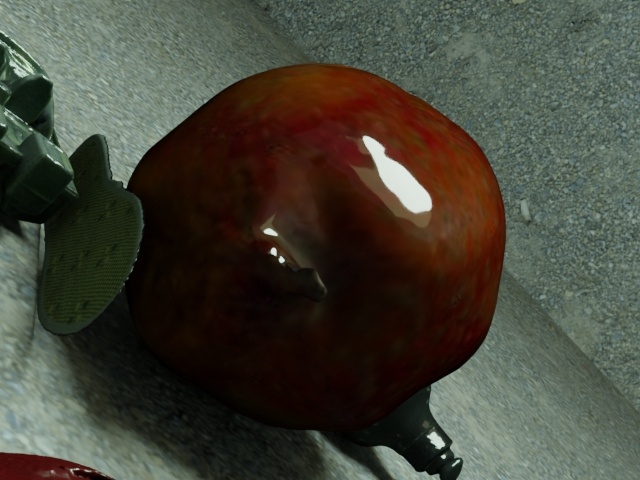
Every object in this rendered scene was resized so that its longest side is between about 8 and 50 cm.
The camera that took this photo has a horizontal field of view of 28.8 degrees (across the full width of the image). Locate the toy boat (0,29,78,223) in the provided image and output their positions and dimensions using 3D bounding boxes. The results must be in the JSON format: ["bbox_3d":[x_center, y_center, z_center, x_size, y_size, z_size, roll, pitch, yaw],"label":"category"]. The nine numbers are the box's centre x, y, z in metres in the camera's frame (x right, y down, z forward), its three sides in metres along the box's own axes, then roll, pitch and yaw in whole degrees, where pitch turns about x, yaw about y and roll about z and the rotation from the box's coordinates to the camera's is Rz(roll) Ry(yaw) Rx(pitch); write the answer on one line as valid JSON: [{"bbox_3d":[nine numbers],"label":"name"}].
[{"bbox_3d":[-0.277,-0.131,1.014,0.141,0.092,0.319,38,12,-35],"label":"toy boat"}]

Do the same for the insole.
[{"bbox_3d":[-0.174,-0.012,0.914,0.007,0.109,0.322,41,7,-25],"label":"insole"}]

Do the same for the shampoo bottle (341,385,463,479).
[{"bbox_3d":[0.028,0.115,1.158,0.284,0.101,0.101,47,12,14],"label":"shampoo bottle"}]

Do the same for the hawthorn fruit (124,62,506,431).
[{"bbox_3d":[-0.013,0.013,0.967,0.308,0.308,0.324,45,40,8],"label":"hawthorn fruit"}]

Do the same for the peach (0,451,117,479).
[{"bbox_3d":[-0.114,0.164,0.591,0.189,0.068,0.279,45,12,16],"label":"peach"}]
